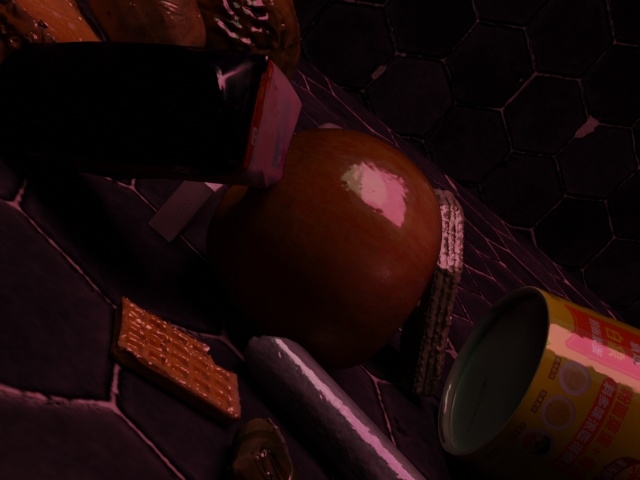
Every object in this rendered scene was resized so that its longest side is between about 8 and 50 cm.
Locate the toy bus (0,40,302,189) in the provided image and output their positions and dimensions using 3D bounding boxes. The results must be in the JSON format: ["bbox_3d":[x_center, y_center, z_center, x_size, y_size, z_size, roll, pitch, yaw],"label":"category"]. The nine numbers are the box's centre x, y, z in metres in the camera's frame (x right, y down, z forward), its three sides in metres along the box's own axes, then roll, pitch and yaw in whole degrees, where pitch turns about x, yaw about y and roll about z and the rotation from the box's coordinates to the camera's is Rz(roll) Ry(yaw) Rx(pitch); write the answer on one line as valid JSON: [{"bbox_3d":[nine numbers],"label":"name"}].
[{"bbox_3d":[-0.176,-0.124,1.021,0.302,0.128,0.147,6,-9,27],"label":"toy bus"}]

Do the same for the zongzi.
[{"bbox_3d":[-0.032,0.209,0.849,0.113,0.052,0.104,54,7,-8],"label":"zongzi"}]

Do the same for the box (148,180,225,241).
[{"bbox_3d":[-0.146,-0.055,1.210,0.040,0.084,0.154,39,15,-4],"label":"box"}]

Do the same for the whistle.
[{"bbox_3d":[0.040,0.209,0.995,0.312,0.062,0.062,46,15,14],"label":"whistle"}]

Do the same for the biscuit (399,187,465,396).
[{"bbox_3d":[0.147,0.067,1.335,0.046,0.250,0.147,8,18,-4],"label":"biscuit"}]

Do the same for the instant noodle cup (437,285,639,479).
[{"bbox_3d":[0.303,0.206,1.264,0.221,0.311,0.311,28,18,-14],"label":"instant noodle cup"}]

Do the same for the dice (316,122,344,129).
[{"bbox_3d":[0.015,-0.028,1.341,0.193,0.192,0.194,39,14,-6],"label":"dice"}]

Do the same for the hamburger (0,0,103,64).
[{"bbox_3d":[-0.350,-0.258,1.211,0.213,0.108,0.214,40,15,-13],"label":"hamburger"}]

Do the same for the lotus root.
[{"bbox_3d":[-0.227,-0.306,1.270,0.125,0.118,0.221,-35,102,-33],"label":"lotus root"}]

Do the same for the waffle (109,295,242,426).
[{"bbox_3d":[-0.129,0.109,0.918,0.135,0.021,0.092,36,16,-23],"label":"waffle"}]

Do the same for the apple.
[{"bbox_3d":[0.000,0.000,1.117,0.264,0.264,0.264,39,15,-13],"label":"apple"}]

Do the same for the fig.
[{"bbox_3d":[-0.133,-0.216,1.463,0.369,0.286,0.286,68,17,2],"label":"fig"}]
